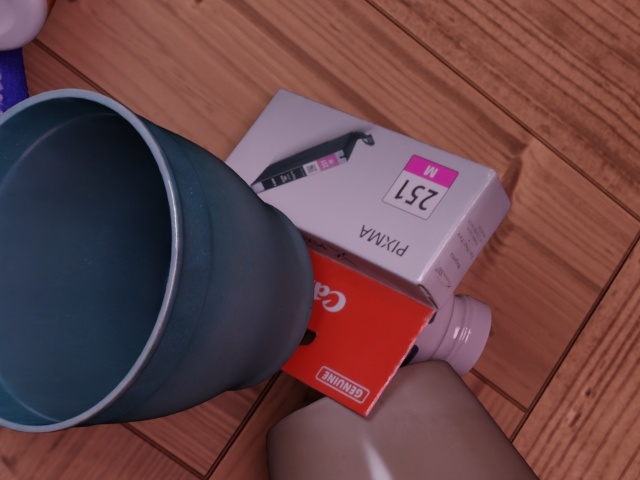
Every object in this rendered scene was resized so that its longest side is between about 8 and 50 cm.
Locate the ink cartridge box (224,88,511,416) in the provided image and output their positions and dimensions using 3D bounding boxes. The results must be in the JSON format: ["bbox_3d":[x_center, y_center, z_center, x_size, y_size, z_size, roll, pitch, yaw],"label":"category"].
[{"bbox_3d":[0.000,0.000,1.242,0.239,0.275,0.060,-54,142,-14],"label":"ink cartridge box"}]

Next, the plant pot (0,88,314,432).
[{"bbox_3d":[-0.147,0.030,1.149,0.255,0.272,0.271,13,80,-55],"label":"plant pot"}]

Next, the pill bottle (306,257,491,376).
[{"bbox_3d":[0.072,0.067,1.328,0.180,0.108,0.108,23,80,-14],"label":"pill bottle"}]

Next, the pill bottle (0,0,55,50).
[{"bbox_3d":[-0.274,-0.283,1.209,0.121,0.121,0.216,26,50,-13],"label":"pill bottle"}]

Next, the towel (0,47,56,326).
[{"bbox_3d":[-0.370,-0.045,1.226,0.228,0.076,0.308,-9,87,-14],"label":"towel"}]

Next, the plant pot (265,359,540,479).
[{"bbox_3d":[0.085,0.273,1.236,0.323,0.323,0.280,-18,76,-17],"label":"plant pot"}]
